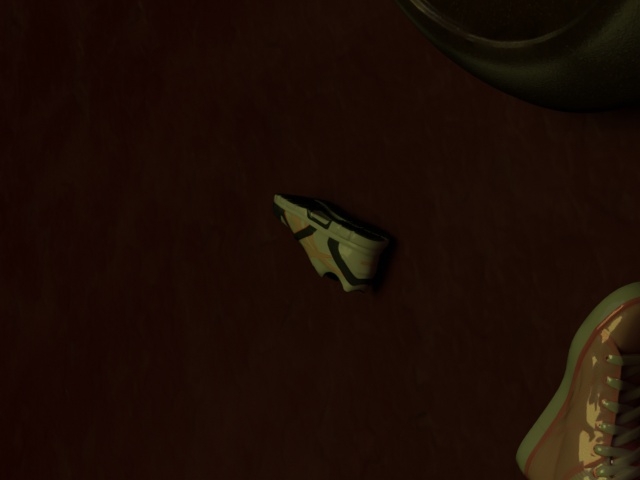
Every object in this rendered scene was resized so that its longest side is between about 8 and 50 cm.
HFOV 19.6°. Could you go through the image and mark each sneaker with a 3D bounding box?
[{"bbox_3d":[0.000,0.000,1.171,0.109,0.040,0.043,33,114,53],"label":"sneaker"},{"bbox_3d":[0.151,0.089,0.931,0.070,0.051,0.134,55,132,42],"label":"sneaker"}]

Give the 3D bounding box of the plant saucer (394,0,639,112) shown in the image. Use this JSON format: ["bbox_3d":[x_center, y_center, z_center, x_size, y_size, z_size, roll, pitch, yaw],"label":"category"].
[{"bbox_3d":[0.094,-0.210,0.913,0.310,0.050,0.310,26,125,45],"label":"plant saucer"}]
